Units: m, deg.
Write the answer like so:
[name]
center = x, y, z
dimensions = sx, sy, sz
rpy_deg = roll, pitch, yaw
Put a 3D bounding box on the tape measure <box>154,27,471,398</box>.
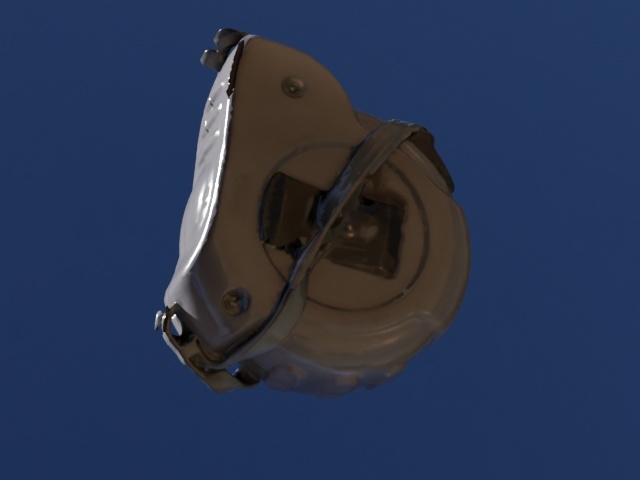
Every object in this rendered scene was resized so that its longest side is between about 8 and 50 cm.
[tape measure]
center = 0.000, 0.000, 1.208
dimensions = 0.197, 0.120, 0.236
rpy_deg = 16, -115, -14
